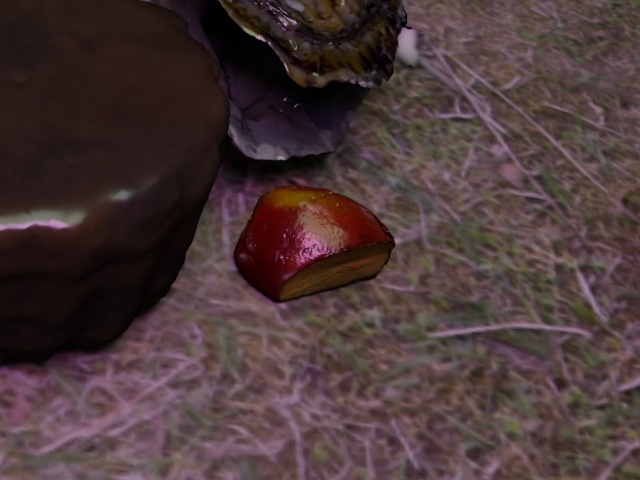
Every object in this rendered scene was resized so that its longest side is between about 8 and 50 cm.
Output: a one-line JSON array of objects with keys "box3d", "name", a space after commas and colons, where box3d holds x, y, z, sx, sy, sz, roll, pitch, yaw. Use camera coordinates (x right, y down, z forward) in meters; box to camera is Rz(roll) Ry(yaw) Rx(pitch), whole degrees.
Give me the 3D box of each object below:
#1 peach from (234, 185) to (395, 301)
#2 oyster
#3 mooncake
[{"box3d": [0.000, 0.000, 0.920, 0.083, 0.050, 0.077, 23, 43, -5], "name": "peach"}, {"box3d": [-0.060, -0.182, 1.032, 0.162, 0.158, 0.351, 43, 12, -45], "name": "oyster"}, {"box3d": [-0.164, -0.042, 0.844, 0.228, 0.124, 0.228, 8, 45, -8], "name": "mooncake"}]
